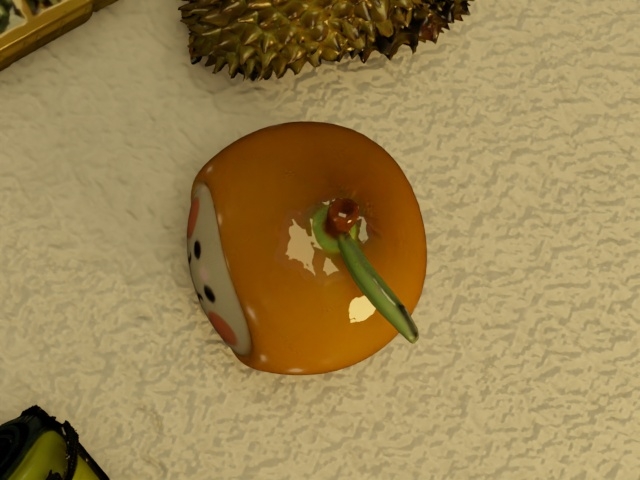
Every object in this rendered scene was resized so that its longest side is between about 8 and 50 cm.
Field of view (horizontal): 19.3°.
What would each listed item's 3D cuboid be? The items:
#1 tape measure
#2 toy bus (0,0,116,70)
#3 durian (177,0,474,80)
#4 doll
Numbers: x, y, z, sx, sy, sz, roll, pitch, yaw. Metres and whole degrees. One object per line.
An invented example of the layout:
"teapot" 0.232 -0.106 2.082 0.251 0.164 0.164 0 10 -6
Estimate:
"tape measure" -0.246 0.224 1.466 0.186 0.199 0.112 -46 111 -18
"toy bus" -0.312 -0.184 1.551 0.335 0.121 0.123 -32 97 -16
"durian" 0.010 -0.252 1.574 0.293 0.258 0.258 -26 88 -10
"doll" 0.000 0.000 1.530 0.213 0.236 0.213 3 80 -18
